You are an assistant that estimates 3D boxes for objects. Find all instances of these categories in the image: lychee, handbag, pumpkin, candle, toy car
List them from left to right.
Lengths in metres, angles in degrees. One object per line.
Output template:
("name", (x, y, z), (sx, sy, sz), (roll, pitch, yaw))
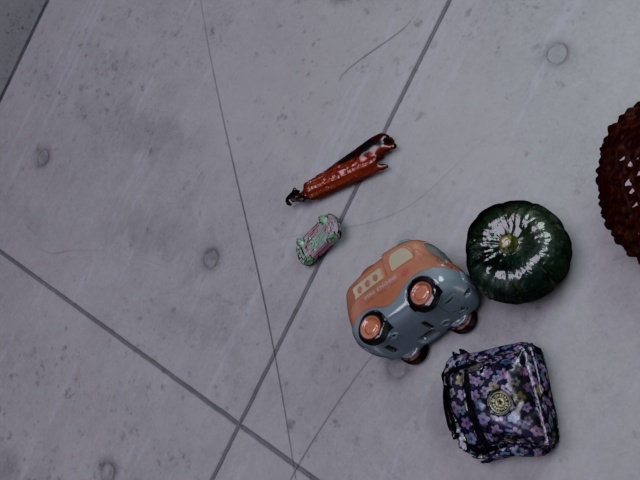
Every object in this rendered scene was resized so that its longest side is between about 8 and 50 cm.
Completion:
("toy car", (0.000, 0.000, 2.157), (0.142, 0.055, 0.069), (-44, 50, 27))
("candle", (0.042, -0.154, 2.171), (0.302, 0.059, 0.084), (-26, 53, 22))
("toy car", (0.178, 0.111, 1.950), (0.270, 0.180, 0.212), (-36, 51, 20))
("handbag", (0.338, 0.308, 1.818), (0.208, 0.127, 0.228), (-17, 77, 27))
("pumpkin", (0.380, 0.021, 1.847), (0.212, 0.152, 0.211), (-11, 55, 16))
("lychee", (0.630, -0.105, 1.654), (0.306, 0.306, 0.330), (35, 122, 34))
